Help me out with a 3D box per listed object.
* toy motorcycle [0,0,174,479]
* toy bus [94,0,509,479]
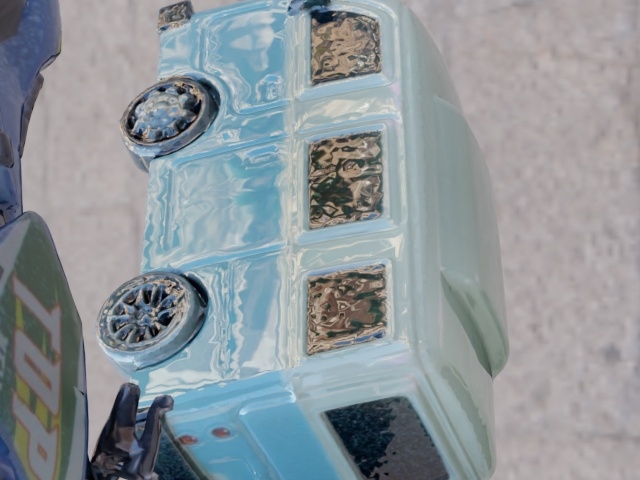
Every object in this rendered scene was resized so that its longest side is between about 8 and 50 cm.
[{"bbox_3d":[-0.092,-0.003,0.394,0.092,0.135,0.254,-20,53,15],"label":"toy motorcycle"},{"bbox_3d":[0.000,0.000,0.832,0.164,0.133,0.271,-14,47,15],"label":"toy bus"}]
